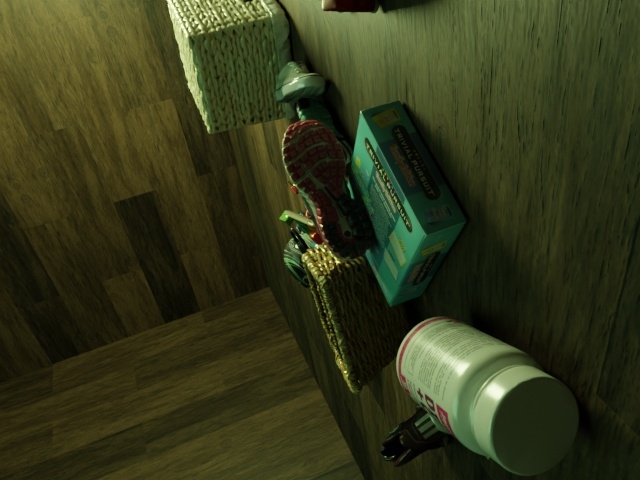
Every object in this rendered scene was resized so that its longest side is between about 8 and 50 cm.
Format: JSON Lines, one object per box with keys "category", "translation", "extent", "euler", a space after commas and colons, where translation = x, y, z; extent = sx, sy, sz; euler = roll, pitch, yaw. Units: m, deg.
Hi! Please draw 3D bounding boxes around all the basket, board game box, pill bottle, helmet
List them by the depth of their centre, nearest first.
{"category": "pill bottle", "translation": [0.239, 0.223, 0.863], "extent": [0.283, 0.161, 0.160], "euler": [-159, 50, -74]}
{"category": "board game box", "translation": [0.140, -0.052, 1.070], "extent": [0.336, 0.079, 0.253], "euler": [98, 151, -64]}
{"category": "basket", "translation": [0.045, 0.158, 1.311], "extent": [0.214, 0.223, 0.299], "euler": [4, 118, 47]}
{"category": "basket", "translation": [-0.250, -0.532, 1.612], "extent": [0.331, 0.267, 0.328], "euler": [87, 161, -47]}
{"category": "helmet", "translation": [-0.037, 0.053, 1.812], "extent": [0.161, 0.169, 0.169], "euler": [52, 166, 5]}

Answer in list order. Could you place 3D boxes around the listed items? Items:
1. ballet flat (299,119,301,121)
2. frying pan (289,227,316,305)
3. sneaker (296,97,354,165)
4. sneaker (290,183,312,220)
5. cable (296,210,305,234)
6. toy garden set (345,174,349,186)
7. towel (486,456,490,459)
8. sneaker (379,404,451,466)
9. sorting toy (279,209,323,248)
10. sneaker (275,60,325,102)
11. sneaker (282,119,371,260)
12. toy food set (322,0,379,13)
{"category": "ballet flat", "translation": [-0.030, -0.248, 1.417], "extent": [0.067, 0.073, 0.206], "euler": [-21, 65, 41]}
{"category": "frying pan", "translation": [0.007, 0.122, 1.711], "extent": [0.326, 0.053, 0.197], "euler": [44, 136, 14]}
{"category": "sneaker", "translation": [-0.007, -0.239, 1.345], "extent": [0.223, 0.083, 0.098], "euler": [60, 143, 30]}
{"category": "sneaker", "translation": [-0.027, -0.170, 1.527], "extent": [0.107, 0.119, 0.278], "euler": [-137, 30, -63]}
{"category": "cable", "translation": [-0.054, -0.016, 2.051], "extent": [0.150, 0.047, 0.184], "euler": [-170, 61, -76]}
{"category": "toy garden set", "translation": [0.068, -0.092, 1.394], "extent": [0.244, 0.049, 0.203], "euler": [-131, 25, -59]}
{"category": "towel", "translation": [0.285, 0.352, 1.193], "extent": [0.237, 0.021, 0.102], "euler": [-143, 35, -68]}
{"category": "sneaker", "translation": [0.204, 0.444, 1.288], "extent": [0.106, 0.163, 0.281], "euler": [54, 170, 27]}
{"category": "sorting toy", "translation": [0.000, 0.000, 1.550], "extent": [0.196, 0.047, 0.348], "euler": [41, 171, -32]}
{"category": "sneaker", "translation": [-0.060, -0.395, 1.398], "extent": [0.258, 0.094, 0.091], "euler": [-162, 69, -66]}
{"category": "sneaker", "translation": [0.001, -0.097, 1.146], "extent": [0.112, 0.121, 0.299], "euler": [148, 103, -80]}
{"category": "toy food set", "translation": [0.061, -0.420, 0.895], "extent": [0.232, 0.105, 0.111], "euler": [18, 114, 53]}
